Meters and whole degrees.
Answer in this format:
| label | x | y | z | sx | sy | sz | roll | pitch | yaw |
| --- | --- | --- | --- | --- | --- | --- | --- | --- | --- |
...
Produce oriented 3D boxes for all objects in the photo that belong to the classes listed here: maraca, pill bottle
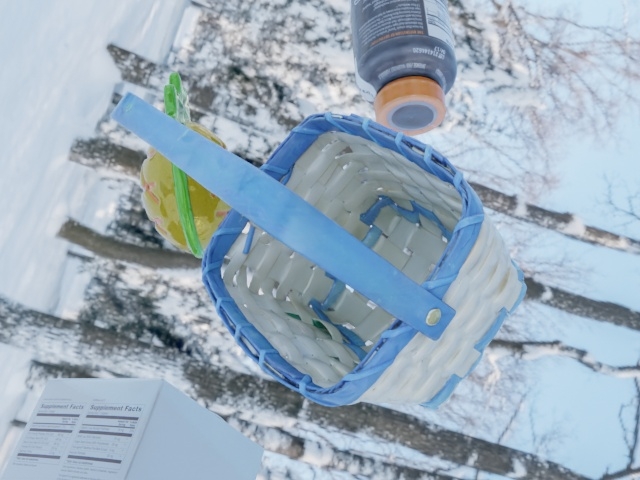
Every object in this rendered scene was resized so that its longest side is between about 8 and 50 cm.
| label | x | y | z | sx | sy | sz | roll | pitch | yaw |
| --- | --- | --- | --- | --- | --- | --- | --- | --- | --- |
| maraca | -0.132 | -0.071 | 0.703 | 0.127 | 0.099 | 0.185 | -104 | -172 | -61 |
| pill bottle | 0.105 | -0.258 | 0.913 | 0.130 | 0.131 | 0.245 | 130 | -38 | -57 |

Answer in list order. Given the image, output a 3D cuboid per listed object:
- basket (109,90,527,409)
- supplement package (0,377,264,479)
| label | x | y | z | sx | sy | sz | roll | pitch | yaw |
| --- | --- | --- | --- | --- | --- | --- | --- | --- | --- |
| basket | 0.000 | 0.000 | 0.517 | 0.201 | 0.289 | 0.255 | -52 | -142 | -1 |
| supplement package | -0.226 | 0.313 | 0.776 | 0.198 | 0.199 | 0.262 | -7 | -129 | 33 |
